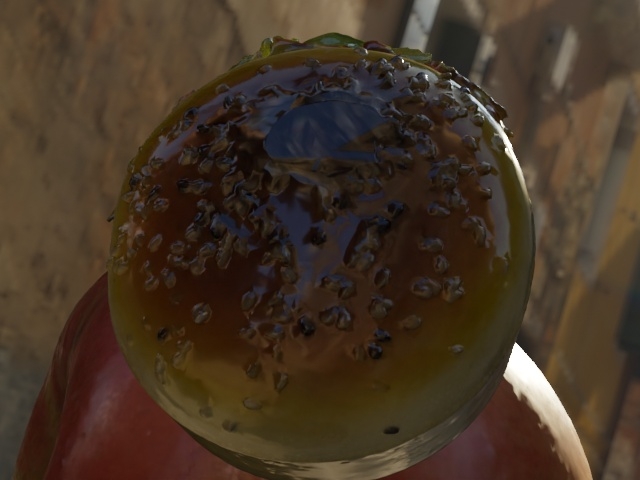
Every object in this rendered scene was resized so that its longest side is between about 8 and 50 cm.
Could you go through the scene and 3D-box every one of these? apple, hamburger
[{"bbox_3d":[-0.012,0.173,1.010,0.364,0.364,0.364,17,-9,3],"label":"apple"},{"bbox_3d":[0.000,0.000,0.517,0.127,0.141,0.081,8,-32,12],"label":"hamburger"}]
